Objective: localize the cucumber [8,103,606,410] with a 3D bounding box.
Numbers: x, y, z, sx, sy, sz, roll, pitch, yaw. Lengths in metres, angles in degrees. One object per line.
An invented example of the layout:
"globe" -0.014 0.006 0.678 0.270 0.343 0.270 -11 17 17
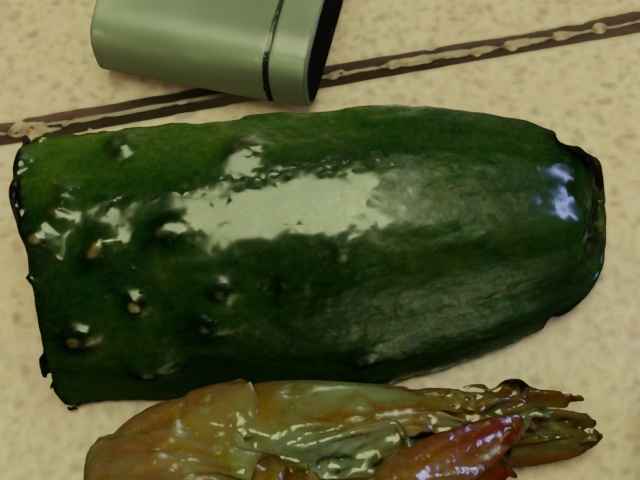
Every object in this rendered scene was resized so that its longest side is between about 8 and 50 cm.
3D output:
"cucumber" 0.000 0.001 0.837 0.325 0.105 0.145 -4 65 -1

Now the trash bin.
"trash bin" -0.056 -0.145 0.927 0.130 0.059 0.116 11 65 10

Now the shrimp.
"shrimp" 0.017 0.109 0.780 0.267 0.145 0.061 -2 107 -16
